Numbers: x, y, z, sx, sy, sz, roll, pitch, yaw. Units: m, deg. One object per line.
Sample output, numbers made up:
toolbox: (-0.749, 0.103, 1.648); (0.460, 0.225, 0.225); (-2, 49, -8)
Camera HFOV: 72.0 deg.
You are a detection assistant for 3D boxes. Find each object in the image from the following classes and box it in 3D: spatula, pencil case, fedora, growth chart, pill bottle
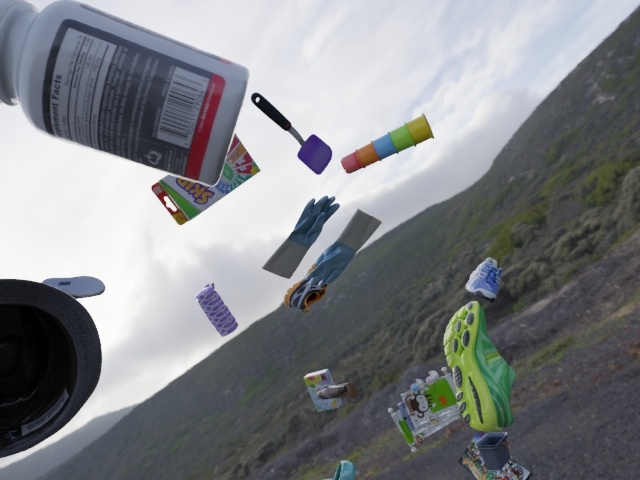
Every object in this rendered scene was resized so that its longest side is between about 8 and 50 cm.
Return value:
spatula: (-0.069, -0.273, 1.111); (0.084, 0.030, 0.296); (-54, -44, -1)
pencil case: (-0.389, 0.261, 1.655); (0.087, 0.206, 0.088); (-26, 13, 2)
fedora: (-0.448, 0.160, 0.620); (0.244, 0.124, 0.275); (-12, -67, -29)
growth chart: (0.327, 0.510, 1.343); (0.237, 0.171, 0.021); (-38, -8, 6)
pill bottle: (-0.268, -0.199, 0.581); (0.319, 0.176, 0.176); (17, -36, -15)

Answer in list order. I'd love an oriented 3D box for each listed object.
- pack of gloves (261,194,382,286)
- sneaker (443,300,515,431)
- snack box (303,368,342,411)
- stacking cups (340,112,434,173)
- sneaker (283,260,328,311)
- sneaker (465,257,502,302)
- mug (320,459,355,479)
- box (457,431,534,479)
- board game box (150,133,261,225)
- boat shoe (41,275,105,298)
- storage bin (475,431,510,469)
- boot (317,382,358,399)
pack of gloves: (0.000, 0.000, 1.029); (0.195, 0.046, 0.232); (26, -70, -33)
sneaker: (0.363, 0.282, 1.004); (0.124, 0.295, 0.109); (20, -37, -23)
snack box: (0.009, 0.565, 1.659); (0.100, 0.141, 0.037); (-23, -1, 28)
stacking cups: (0.222, -0.314, 1.494); (0.317, 0.095, 0.096); (-25, -8, 23)
sneaker: (-0.013, 0.136, 1.342); (0.215, 0.083, 0.084); (-46, -35, -22)
sneaker: (0.450, 0.104, 1.202); (0.081, 0.080, 0.211); (-65, -7, 20)
mug: (0.031, 0.486, 0.781); (0.158, 0.129, 0.097); (-41, -7, -10)
box: (0.664, 0.869, 1.683); (0.044, 0.233, 0.159); (35, -91, -37)
board game box: (-0.289, -0.159, 1.127); (0.259, 0.124, 0.039); (-40, 16, -20)
boat shoe: (-0.527, 0.105, 0.947); (0.142, 0.049, 0.040); (3, -40, 5)
storage bin: (0.631, 0.755, 1.576); (0.098, 0.090, 0.135); (-22, -12, 39)
boot: (0.047, 0.435, 1.260); (0.087, 0.042, 0.118); (-22, -34, 20)
